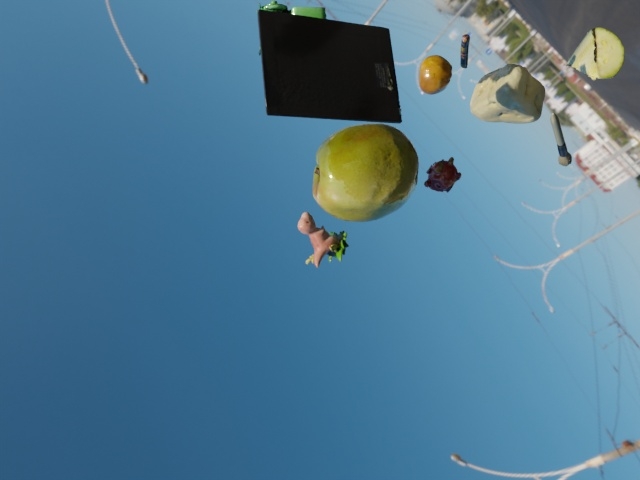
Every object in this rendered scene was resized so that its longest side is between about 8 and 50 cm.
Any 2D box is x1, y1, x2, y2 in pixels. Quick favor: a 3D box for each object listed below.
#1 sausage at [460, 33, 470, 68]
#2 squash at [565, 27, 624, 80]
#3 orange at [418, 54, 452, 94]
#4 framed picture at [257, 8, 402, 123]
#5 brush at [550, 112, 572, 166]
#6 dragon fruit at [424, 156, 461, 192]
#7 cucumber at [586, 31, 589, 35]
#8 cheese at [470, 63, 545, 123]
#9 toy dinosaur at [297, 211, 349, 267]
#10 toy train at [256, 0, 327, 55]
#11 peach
[{"bbox_3d":[0.448,-0.584,1.437,0.028,0.025,0.198,67,-168,12],"label":"sausage"},{"bbox_3d":[0.899,-0.566,1.524,0.252,0.093,0.169,21,-116,-78],"label":"squash"},{"bbox_3d":[0.472,-0.680,1.906,0.134,0.154,0.154,6,-148,13],"label":"orange"},{"bbox_3d":[0.027,-0.401,1.080,0.339,0.014,0.255,-3,-100,-21],"label":"framed picture"},{"bbox_3d":[0.716,-0.296,1.380,0.299,0.039,0.042,30,-114,-53],"label":"brush"},{"bbox_3d":[0.415,-0.212,1.586,0.112,0.126,0.068,52,-136,-15],"label":"dragon fruit"},{"bbox_3d":[1.040,-0.752,1.769,0.067,0.035,0.107,54,-143,-58],"label":"cucumber"},{"bbox_3d":[0.659,-0.539,1.693,0.251,0.248,0.173,12,-91,-51],"label":"cheese"},{"bbox_3d":[0.004,0.002,1.662,0.177,0.152,0.194,5,-85,-34],"label":"toy dinosaur"},{"bbox_3d":[-0.084,-0.595,1.313,0.188,0.132,0.243,-4,-160,-11],"label":"toy train"},{"bbox_3d":[0.131,-0.208,1.377,0.316,0.281,0.314,2,-128,7],"label":"peach"}]
